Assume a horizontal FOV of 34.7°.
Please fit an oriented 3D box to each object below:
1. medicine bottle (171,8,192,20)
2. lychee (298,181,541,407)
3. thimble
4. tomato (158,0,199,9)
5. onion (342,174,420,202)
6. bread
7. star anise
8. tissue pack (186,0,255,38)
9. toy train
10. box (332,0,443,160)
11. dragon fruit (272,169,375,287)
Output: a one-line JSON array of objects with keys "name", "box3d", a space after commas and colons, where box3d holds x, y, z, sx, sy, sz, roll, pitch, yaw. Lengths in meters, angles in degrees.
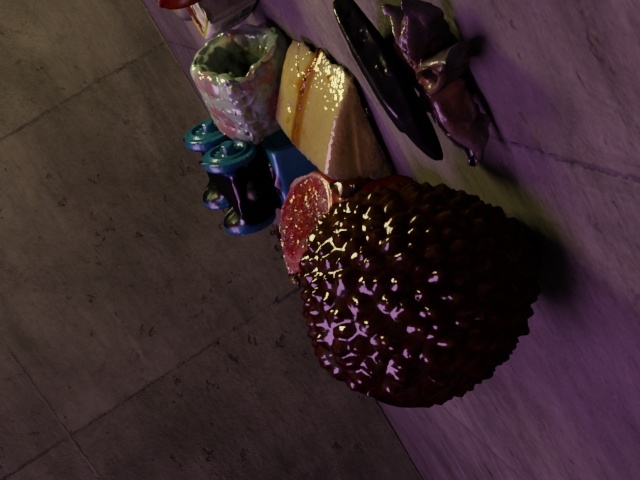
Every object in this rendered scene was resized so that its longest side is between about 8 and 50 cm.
[{"name": "medicine bottle", "box3d": [-0.326, -0.620, 1.996, 0.282, 0.123, 0.375, 52, 172, 42]}, {"name": "lychee", "box3d": [0.117, 0.064, 1.293, 0.306, 0.330, 0.306, 38, -141, -39]}, {"name": "thimble", "box3d": [-0.129, -0.282, 1.850, 0.211, 0.185, 0.149, -94, -16, -49]}, {"name": "tomato", "box3d": [-0.210, -0.500, 1.717, 0.200, 0.139, 0.233, 150, 122, -75]}, {"name": "onion", "box3d": [0.103, 0.008, 1.549, 0.207, 0.216, 0.206, -120, 7, -63]}, {"name": "bread", "box3d": [0.032, -0.229, 1.696, 0.240, 0.135, 0.178, 49, 135, 49]}, {"name": "star anise", "box3d": [0.127, -0.196, 1.139, 0.172, 0.063, 0.208, 59, -179, 37]}, {"name": "tissue pack", "box3d": [-0.187, -0.445, 1.887, 0.099, 0.106, 0.148, 59, 172, -5]}, {"name": "toy train", "box3d": [-0.111, -0.155, 1.991, 0.300, 0.265, 0.188, -134, 25, -59]}, {"name": "box", "box3d": [0.085, -0.193, 1.245, 0.212, 0.042, 0.201, 64, -169, 20]}, {"name": "dragon fruit", "box3d": [0.017, -0.021, 1.726, 0.147, 0.211, 0.282, 24, -123, -43]}]
